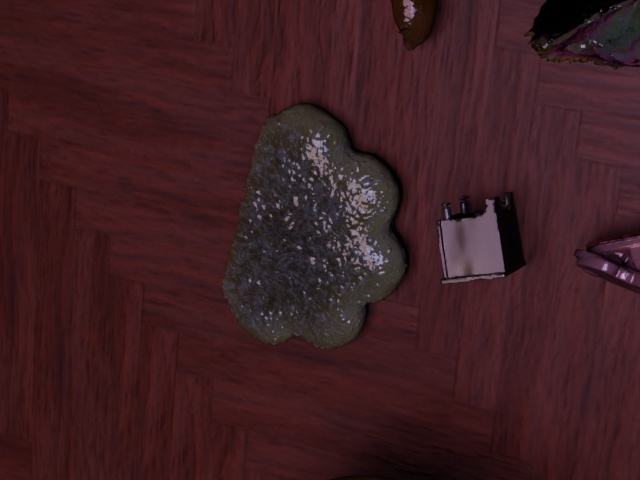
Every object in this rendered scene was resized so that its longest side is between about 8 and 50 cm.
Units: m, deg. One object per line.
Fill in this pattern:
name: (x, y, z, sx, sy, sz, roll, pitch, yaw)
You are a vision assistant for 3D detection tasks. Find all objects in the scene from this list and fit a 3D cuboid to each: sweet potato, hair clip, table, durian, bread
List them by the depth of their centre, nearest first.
durian: (0.301, -0.222, 1.601, 0.108, 0.119, 0.186, 36, 138, -30)
hair clip: (0.325, 0.041, 1.645, 0.138, 0.123, 0.102, -13, 70, 23)
sweet potato: (0.096, -0.292, 1.692, 0.056, 0.056, 0.195, 9, 102, 23)
table: (0.165, -0.004, 1.721, 0.070, 0.083, 0.082, -7, 95, 24)
bread: (0.000, 0.000, 1.818, 0.207, 0.056, 0.287, 19, 113, 22)

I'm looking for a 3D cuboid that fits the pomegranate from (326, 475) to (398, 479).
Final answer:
pomegranate: (0.045, 0.448, 1.735, 0.416, 0.416, 0.417, 7, 107, 24)
